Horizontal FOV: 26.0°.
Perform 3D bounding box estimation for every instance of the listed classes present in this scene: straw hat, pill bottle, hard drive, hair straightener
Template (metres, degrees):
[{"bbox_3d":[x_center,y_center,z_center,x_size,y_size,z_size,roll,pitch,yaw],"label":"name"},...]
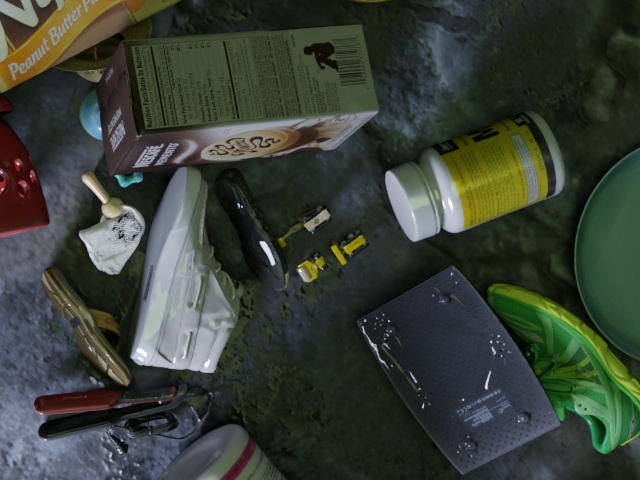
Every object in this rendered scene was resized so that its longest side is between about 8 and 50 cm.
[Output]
[{"bbox_3d":[-0.272,-0.229,1.705,0.144,0.144,0.061,-17,137,-9],"label":"straw hat"},{"bbox_3d":[-0.075,0.385,1.757,0.160,0.160,0.283,-41,102,-5],"label":"pill bottle"},{"bbox_3d":[0.183,0.165,1.811,0.172,0.054,0.255,-32,99,21],"label":"hard drive"},{"bbox_3d":[-0.247,0.227,1.776,0.230,0.047,0.089,-8,116,-16],"label":"hair straightener"},{"bbox_3d":[0.198,-0.080,1.788,0.208,0.119,0.119,-21,99,-9],"label":"pill bottle"}]

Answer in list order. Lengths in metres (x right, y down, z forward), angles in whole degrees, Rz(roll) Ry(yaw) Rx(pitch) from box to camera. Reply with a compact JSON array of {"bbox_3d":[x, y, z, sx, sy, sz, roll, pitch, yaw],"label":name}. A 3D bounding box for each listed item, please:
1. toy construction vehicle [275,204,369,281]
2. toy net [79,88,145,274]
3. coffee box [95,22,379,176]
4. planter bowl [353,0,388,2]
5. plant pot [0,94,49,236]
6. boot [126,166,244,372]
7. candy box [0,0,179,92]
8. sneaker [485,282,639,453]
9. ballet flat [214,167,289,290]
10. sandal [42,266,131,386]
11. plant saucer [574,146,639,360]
[{"bbox_3d":[0.000,0.000,1.804,0.098,0.035,0.086,-37,112,-3],"label":"toy construction vehicle"},{"bbox_3d":[-0.243,-0.074,1.741,0.122,0.045,0.232,2,97,-17],"label":"toy net"},{"bbox_3d":[-0.103,-0.168,1.658,0.297,0.168,0.119,-8,80,-20],"label":"coffee box"},{"bbox_3d":[0.053,-0.405,1.742,0.217,0.090,0.217,-1,97,-11],"label":"planter bowl"},{"bbox_3d":[-0.429,-0.077,1.626,0.191,0.191,0.174,-14,96,-10],"label":"plant pot"},{"bbox_3d":[-0.155,0.039,1.754,0.123,0.095,0.258,13,97,-23],"label":"boot"},{"bbox_3d":[-0.286,-0.328,1.622,0.316,0.087,0.183,-31,122,-20],"label":"candy box"},{"bbox_3d":[0.322,0.172,1.844,0.295,0.109,0.123,44,85,-11],"label":"sneaker"},{"bbox_3d":[-0.081,-0.015,1.776,0.057,0.049,0.173,-15,108,34],"label":"ballet flat"},{"bbox_3d":[-0.284,0.103,1.742,0.049,0.072,0.180,-35,97,-28],"label":"sandal"},{"bbox_3d":[0.489,0.015,1.897,0.317,0.044,0.317,-1,95,-12],"label":"plant saucer"}]
